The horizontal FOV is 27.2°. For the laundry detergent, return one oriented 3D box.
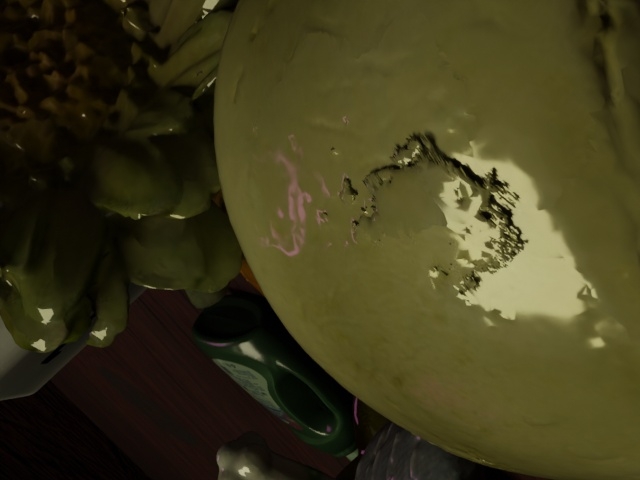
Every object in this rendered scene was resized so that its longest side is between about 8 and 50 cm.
[{"bbox_3d":[-0.020,0.140,1.237,0.211,0.063,0.137,48,155,-26],"label":"laundry detergent"}]

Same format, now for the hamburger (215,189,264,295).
[{"bbox_3d":[0.000,0.000,0.809,0.138,0.083,0.147,48,159,-11],"label":"hamburger"}]

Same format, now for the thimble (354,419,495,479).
[{"bbox_3d":[0.140,0.177,0.780,0.236,0.205,0.172,63,160,8],"label":"thimble"}]

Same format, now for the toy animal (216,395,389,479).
[{"bbox_3d":[0.084,0.262,1.150,0.363,0.181,0.180,37,154,5],"label":"toy animal"}]

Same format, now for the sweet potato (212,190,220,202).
[{"bbox_3d":[-0.076,-0.047,0.888,0.274,0.067,0.067,42,164,-25],"label":"sweet potato"}]

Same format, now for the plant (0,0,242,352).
[{"bbox_3d":[-0.105,-0.075,0.653,0.297,0.261,0.306,17,-142,-36],"label":"plant"}]

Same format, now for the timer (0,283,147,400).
[{"bbox_3d":[-0.226,-0.016,0.951,0.192,0.195,0.194,47,180,5],"label":"timer"}]

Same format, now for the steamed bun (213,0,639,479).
[{"bbox_3d":[0.079,-0.011,0.467,0.273,0.166,0.232,47,163,-22],"label":"steamed bun"}]
